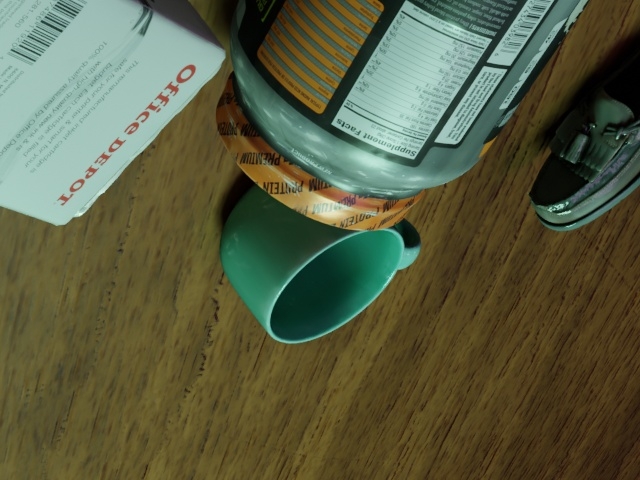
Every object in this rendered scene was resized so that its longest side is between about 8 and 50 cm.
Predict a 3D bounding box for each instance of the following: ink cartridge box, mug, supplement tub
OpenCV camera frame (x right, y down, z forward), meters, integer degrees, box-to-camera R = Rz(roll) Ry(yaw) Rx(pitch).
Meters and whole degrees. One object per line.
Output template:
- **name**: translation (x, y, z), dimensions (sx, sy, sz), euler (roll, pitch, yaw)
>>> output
- **ink cartridge box**: translation (-0.182, -0.111, 1.064), dimensions (0.160, 0.092, 0.219), euler (-44, 152, 12)
- **mug**: translation (-0.008, 0.005, 1.446), dimensions (0.129, 0.097, 0.158), euler (-43, 153, 9)
- **supplement tub**: translation (0.066, -0.169, 1.167), dimensions (0.194, 0.193, 0.316), euler (-7, 140, -45)

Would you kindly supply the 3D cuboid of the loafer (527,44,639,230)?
- **loafer**: translation (0.274, -0.127, 1.615), dimensions (0.267, 0.096, 0.084), euler (-45, 133, -1)
